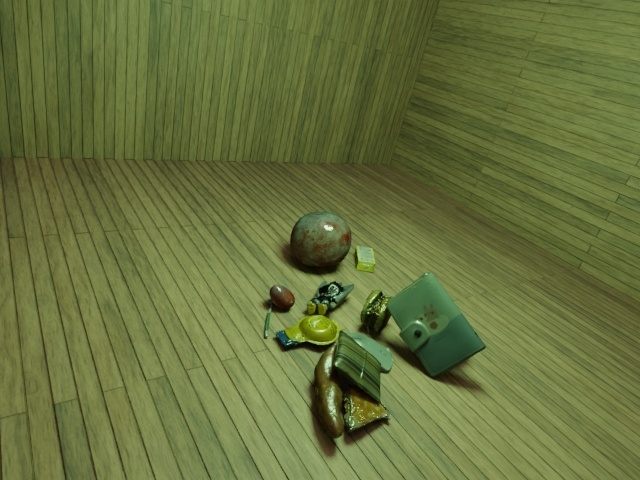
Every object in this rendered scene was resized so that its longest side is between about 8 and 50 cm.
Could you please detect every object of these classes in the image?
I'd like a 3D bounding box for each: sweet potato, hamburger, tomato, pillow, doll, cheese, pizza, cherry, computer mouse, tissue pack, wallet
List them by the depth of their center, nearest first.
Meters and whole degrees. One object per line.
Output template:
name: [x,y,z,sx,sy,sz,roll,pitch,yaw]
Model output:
pizza: [0.126,0.560,1.424,0.185,0.052,0.195,31,25,17]
sweet potato: [0.025,0.498,1.447,0.095,0.106,0.354,34,27,-20]
pillow: [0.135,0.433,1.538,0.208,0.052,0.212,39,21,-8]
computer mouse: [0.177,0.424,1.700,0.231,0.079,0.128,17,29,-2]
wallet: [0.433,0.333,1.720,0.360,0.252,0.083,56,12,15]
cheese: [-0.042,0.356,1.727,0.270,0.069,0.177,-6,32,-31]
hamburger: [0.235,0.305,1.870,0.113,0.185,0.177,28,-9,18]
cherry: [-0.167,0.239,1.870,0.126,0.087,0.106,33,-2,-21]
doll: [0.042,0.245,1.937,0.145,0.103,0.316,-24,3,25]
tomato: [0.000,0.000,2.237,0.316,0.282,0.317,-6,16,2]
tissue pack: [0.239,0.100,2.389,0.095,0.062,0.176,9,27,-5]

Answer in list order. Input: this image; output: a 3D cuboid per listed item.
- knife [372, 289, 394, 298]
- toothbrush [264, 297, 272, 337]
knife: [0.352,0.280,2.139,0.210,0.015,0.028,15,33,4]
toothbrush: [-0.212,0.310,1.792,0.024,0.018,0.257,8,26,-6]
